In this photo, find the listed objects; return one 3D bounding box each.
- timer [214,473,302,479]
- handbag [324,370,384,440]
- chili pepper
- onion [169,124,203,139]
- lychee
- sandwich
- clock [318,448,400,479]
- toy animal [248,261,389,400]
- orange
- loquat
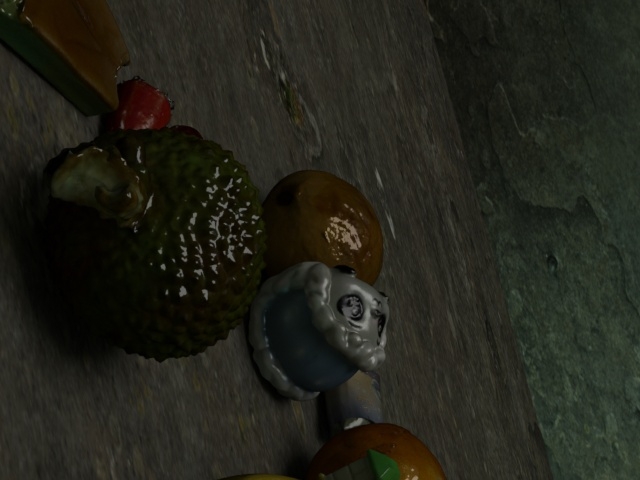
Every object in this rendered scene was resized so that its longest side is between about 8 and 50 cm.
[{"bbox_3d":[-0.078,0.450,1.391,0.386,0.376,0.376,-65,167,13],"label":"timer"},{"bbox_3d":[0.052,0.282,2.233,0.117,0.095,0.173,37,31,-35],"label":"handbag"},{"bbox_3d":[-0.250,-0.131,1.760,0.088,0.065,0.169,29,45,-19],"label":"chili pepper"},{"bbox_3d":[-0.201,-0.108,1.837,0.107,0.097,0.107,24,90,-88],"label":"onion"},{"bbox_3d":[-0.189,-0.002,1.526,0.270,0.270,0.320,-87,-173,-46],"label":"lychee"},{"bbox_3d":[-0.315,-0.247,1.665,0.245,0.063,0.212,-72,142,-58],"label":"sandwich"},{"bbox_3d":[0.011,0.407,1.674,0.106,0.255,0.219,42,23,-54],"label":"clock"},{"bbox_3d":[0.006,0.146,2.037,0.208,0.204,0.156,40,33,-46],"label":"toy animal"},{"bbox_3d":[0.083,0.398,2.014,0.240,0.240,0.240,-17,90,-72],"label":"orange"},{"bbox_3d":[0.000,0.000,2.155,0.238,0.193,0.238,-21,90,-78],"label":"loquat"}]
